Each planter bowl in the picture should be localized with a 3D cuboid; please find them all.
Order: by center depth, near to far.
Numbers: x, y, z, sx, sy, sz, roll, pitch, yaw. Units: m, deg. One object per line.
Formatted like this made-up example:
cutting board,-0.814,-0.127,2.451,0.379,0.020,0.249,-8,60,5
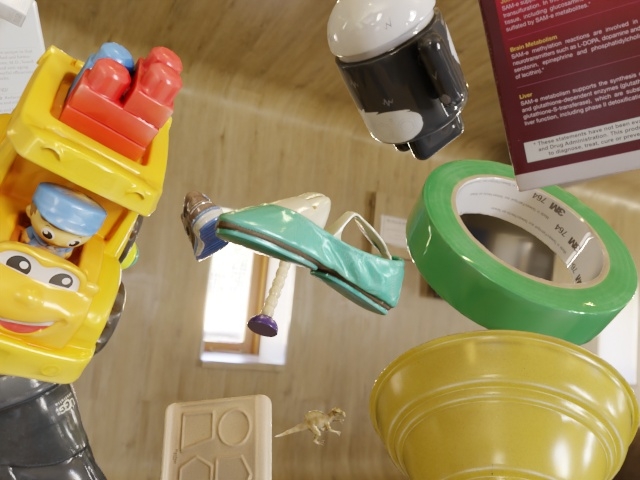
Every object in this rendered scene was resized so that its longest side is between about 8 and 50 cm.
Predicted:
planter bowl,0.141,0.178,0.457,0.217,0.090,0.217,6,-51,8

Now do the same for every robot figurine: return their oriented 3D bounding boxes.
robot figurine,0.124,-0.263,0.885,0.209,0.174,0.278,-6,-50,35

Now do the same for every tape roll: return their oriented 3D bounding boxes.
tape roll,0.285,0.006,0.842,0.320,0.321,0.077,8,-48,-15

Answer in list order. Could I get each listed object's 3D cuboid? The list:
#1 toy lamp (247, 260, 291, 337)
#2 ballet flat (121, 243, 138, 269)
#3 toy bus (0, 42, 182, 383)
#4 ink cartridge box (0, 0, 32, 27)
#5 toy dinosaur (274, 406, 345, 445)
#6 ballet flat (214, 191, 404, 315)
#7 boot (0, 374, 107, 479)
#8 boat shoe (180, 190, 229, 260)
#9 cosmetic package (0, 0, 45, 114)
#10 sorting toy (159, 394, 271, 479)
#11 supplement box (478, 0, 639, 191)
toy lamp,-0.091,0.080,1.322,0.080,0.275,0.080,12,-34,8
ballet flat,-0.408,-0.008,0.980,0.230,0.077,0.077,21,-6,31
toy bus,-0.178,-0.042,0.422,0.149,0.220,0.211,31,-60,-32
ink cartridge box,-0.447,-0.341,0.773,0.115,0.063,0.029,21,-38,-34
toy dinosaur,-0.012,0.445,1.400,0.183,0.093,0.053,-26,27,15
ballet flat,0.000,0.000,0.605,0.247,0.087,0.083,29,-14,-37
boot,-0.427,0.398,0.772,0.366,0.446,0.146,-16,9,16
boat shoe,-0.173,-0.025,0.874,0.066,0.066,0.183,-30,-10,-21
cosmetic package,-0.525,-0.289,0.936,0.151,0.184,0.151,-12,24,-25
sorting toy,-0.188,0.389,1.061,0.208,0.193,0.038,-8,-26,11
supplement box,0.171,-0.164,0.377,0.130,0.240,0.073,-10,11,23
